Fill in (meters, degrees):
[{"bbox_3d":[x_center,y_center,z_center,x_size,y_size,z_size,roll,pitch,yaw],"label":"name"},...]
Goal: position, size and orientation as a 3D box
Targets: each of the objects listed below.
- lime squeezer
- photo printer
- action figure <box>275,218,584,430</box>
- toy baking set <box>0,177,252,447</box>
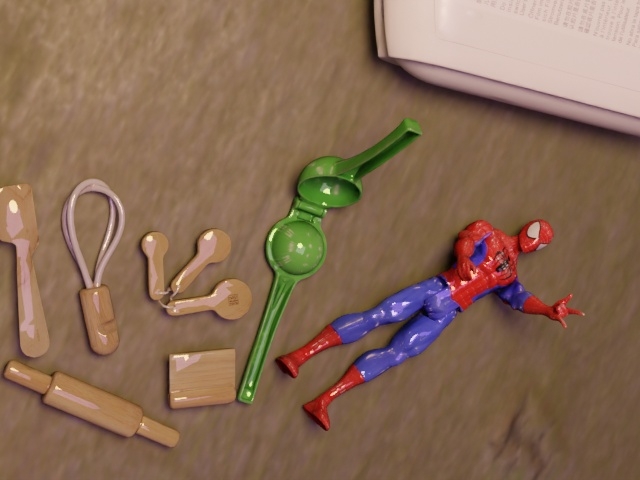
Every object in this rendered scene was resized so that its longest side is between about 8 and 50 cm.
[{"bbox_3d":[0.000,0.000,1.068,0.058,0.110,0.310,9,126,-35],"label":"lime squeezer"},{"bbox_3d":[0.199,-0.243,1.091,0.307,0.107,0.256,11,94,-19],"label":"photo printer"},{"bbox_3d":[0.110,0.066,1.093,0.280,0.139,0.091,-34,108,-14],"label":"action figure"},{"bbox_3d":[-0.175,0.059,1.052,0.256,0.030,0.197,22,87,-20],"label":"toy baking set"}]
